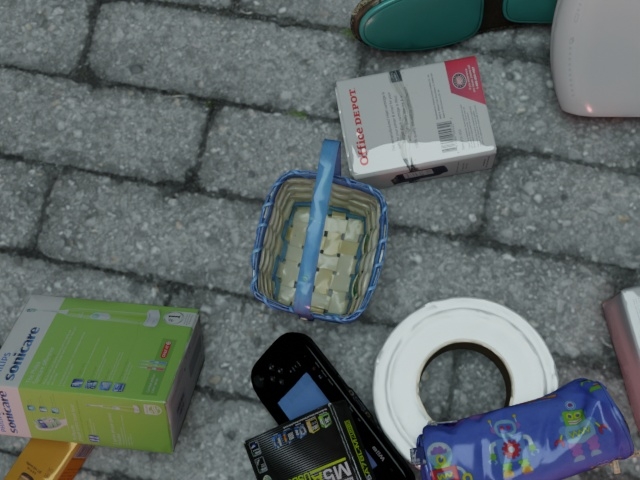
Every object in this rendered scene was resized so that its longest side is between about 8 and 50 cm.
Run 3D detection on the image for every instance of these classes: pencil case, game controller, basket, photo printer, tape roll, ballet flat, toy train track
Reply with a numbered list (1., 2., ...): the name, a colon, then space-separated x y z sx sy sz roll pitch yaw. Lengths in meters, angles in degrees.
1. pencil case: 0.280 0.288 1.383 0.306 0.119 0.133 -17 75 1
2. game controller: 0.016 0.291 1.501 0.067 0.166 0.319 -28 73 -38
3. basket: 0.000 0.000 1.490 0.201 0.289 0.254 11 80 8
4. photo printer: 0.523 -0.319 1.545 0.308 0.107 0.255 2 119 6
5. tape roll: 0.223 0.233 1.514 0.286 0.100 0.286 -1 77 5
6. ballet flat: 0.279 -0.433 1.647 0.483 0.164 0.182 -9 55 -2
7. toy train track: 0.473 0.333 1.509 0.083 0.014 0.048 -12 77 2

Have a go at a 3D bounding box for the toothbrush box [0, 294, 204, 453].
1. toothbrush box: -0.344 0.202 1.517 0.284 0.122 0.206 5 38 5

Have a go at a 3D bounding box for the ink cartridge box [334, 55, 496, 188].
1. ink cartridge box: 0.155 -0.190 1.614 0.237 0.100 0.171 -10 77 2

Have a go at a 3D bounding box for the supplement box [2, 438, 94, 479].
1. supplement box: -0.446 0.374 1.561 0.078 0.080 0.233 32 81 13

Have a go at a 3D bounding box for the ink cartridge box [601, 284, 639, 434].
1. ink cartridge box: 0.609 0.203 1.465 0.272 0.130 0.309 -12 77 0

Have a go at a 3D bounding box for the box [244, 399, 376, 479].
1. box: -0.009 0.355 1.457 0.191 0.045 0.184 -29 73 33
